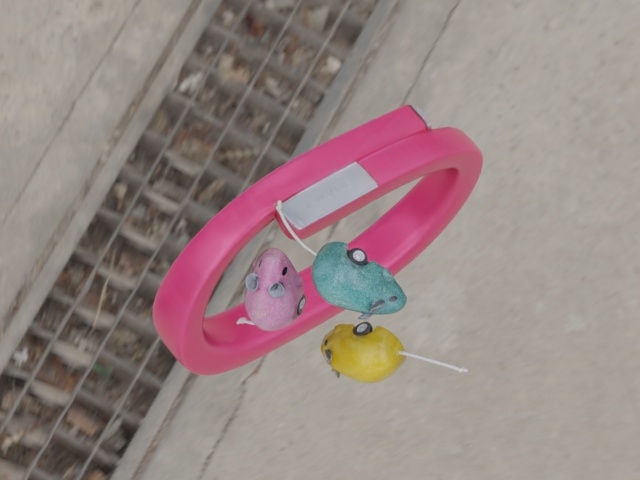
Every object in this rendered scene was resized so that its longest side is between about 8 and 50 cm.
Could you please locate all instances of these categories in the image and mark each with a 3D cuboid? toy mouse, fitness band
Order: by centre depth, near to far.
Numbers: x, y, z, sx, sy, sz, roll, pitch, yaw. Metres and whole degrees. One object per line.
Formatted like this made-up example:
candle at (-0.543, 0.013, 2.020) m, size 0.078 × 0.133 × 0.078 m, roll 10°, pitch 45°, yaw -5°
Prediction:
toy mouse at (-0.004, 0.037, 1.138) m, size 0.031 × 0.161 × 0.143 m, roll -58°, pitch 136°, yaw -36°
fitness band at (0.000, 0.000, 1.371) m, size 0.291 × 0.209 × 0.054 m, roll -27°, pitch 68°, yaw -32°
